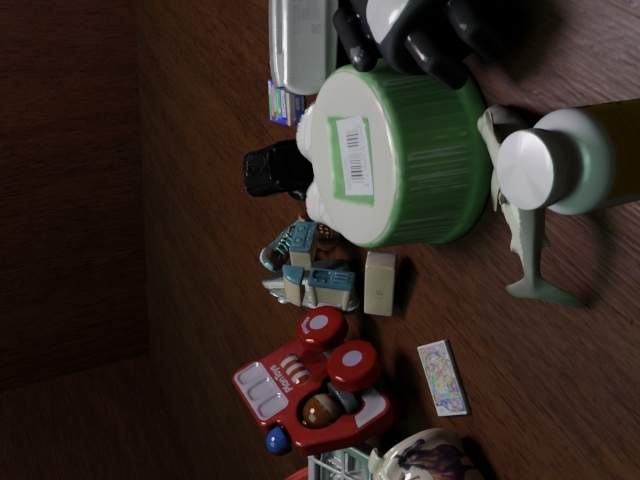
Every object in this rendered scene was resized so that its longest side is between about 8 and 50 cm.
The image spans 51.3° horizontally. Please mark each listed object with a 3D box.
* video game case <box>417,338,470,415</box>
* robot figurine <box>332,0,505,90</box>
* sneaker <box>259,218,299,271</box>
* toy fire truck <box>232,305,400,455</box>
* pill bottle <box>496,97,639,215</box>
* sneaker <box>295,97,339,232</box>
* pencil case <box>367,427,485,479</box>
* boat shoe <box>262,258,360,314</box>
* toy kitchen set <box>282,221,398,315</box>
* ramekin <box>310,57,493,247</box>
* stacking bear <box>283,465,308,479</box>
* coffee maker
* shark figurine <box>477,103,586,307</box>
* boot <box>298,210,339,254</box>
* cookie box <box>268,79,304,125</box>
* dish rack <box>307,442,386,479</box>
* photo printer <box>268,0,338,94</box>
[{"bbox_3d":[0.205,0.231,1.116,0.087,0.011,0.122,-37,67,62],"label":"video game case"},{"bbox_3d":[0.128,-0.328,0.861,0.174,0.209,0.278,91,157,-63],"label":"robot figurine"},{"bbox_3d":[-0.077,0.005,1.471,0.065,0.166,0.076,34,128,0],"label":"sneaker"},{"bbox_3d":[-0.010,0.288,1.260,0.302,0.253,0.169,43,161,52],"label":"toy fire truck"},{"bbox_3d":[0.267,-0.081,0.649,0.103,0.184,0.103,36,132,55],"label":"pill bottle"},{"bbox_3d":[0.039,-0.131,1.208,0.129,0.111,0.297,37,151,38],"label":"sneaker"},{"bbox_3d":[0.221,0.485,0.987,0.160,0.183,0.410,-56,47,34],"label":"pencil case"},{"bbox_3d":[-0.026,0.102,1.434,0.320,0.118,0.103,-5,113,58],"label":"boat shoe"},{"bbox_3d":[0.041,0.028,1.230,0.166,0.207,0.122,-76,-11,-47],"label":"toy kitchen set"},{"bbox_3d":[0.105,-0.132,1.011,0.303,0.148,0.304,37,132,55],"label":"ramekin"},{"bbox_3d":[0.023,0.673,1.524,0.164,0.175,0.289,-27,88,36],"label":"stacking bear"},{"bbox_3d":[-0.101,-0.157,1.411,0.178,0.171,0.120,-4,69,62],"label":"coffee maker"},{"bbox_3d":[0.260,-0.059,0.786,0.166,0.116,0.278,44,-145,-74],"label":"shark figurine"},{"bbox_3d":[0.000,0.000,1.405,0.158,0.059,0.085,-132,35,-61],"label":"boot"},{"bbox_3d":[-0.074,-0.300,1.444,0.107,0.040,0.092,29,126,57],"label":"cookie box"},{"bbox_3d":[0.102,0.533,1.306,0.285,0.072,0.333,19,120,34],"label":"dish rack"},{"bbox_3d":[-0.035,-0.382,1.161,0.307,0.107,0.256,-116,25,-77],"label":"photo printer"}]
